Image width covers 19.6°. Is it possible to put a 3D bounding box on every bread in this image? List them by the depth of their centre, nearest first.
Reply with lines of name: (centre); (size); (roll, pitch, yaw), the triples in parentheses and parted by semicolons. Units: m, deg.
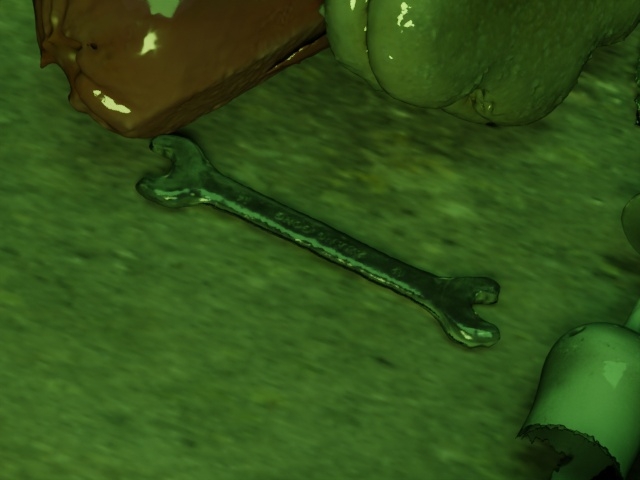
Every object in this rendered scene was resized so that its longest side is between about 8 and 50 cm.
bread: (0.139, -0.182, 1.206); (0.102, 0.183, 0.337); (14, 47, 43)

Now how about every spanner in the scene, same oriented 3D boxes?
spanner: (0.000, 0.000, 1.157); (0.254, 0.015, 0.054); (25, 53, 7)

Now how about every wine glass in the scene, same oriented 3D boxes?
wine glass: (0.184, 0.062, 1.109); (0.079, 0.079, 0.195); (27, 55, 9)

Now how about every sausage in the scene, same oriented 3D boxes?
sausage: (-0.056, -0.171, 1.183); (0.279, 0.152, 0.152); (-32, 67, -28)

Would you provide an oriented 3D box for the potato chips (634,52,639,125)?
potato chips: (0.283, -0.086, 1.263); (0.142, 0.026, 0.209); (-5, 57, -11)
